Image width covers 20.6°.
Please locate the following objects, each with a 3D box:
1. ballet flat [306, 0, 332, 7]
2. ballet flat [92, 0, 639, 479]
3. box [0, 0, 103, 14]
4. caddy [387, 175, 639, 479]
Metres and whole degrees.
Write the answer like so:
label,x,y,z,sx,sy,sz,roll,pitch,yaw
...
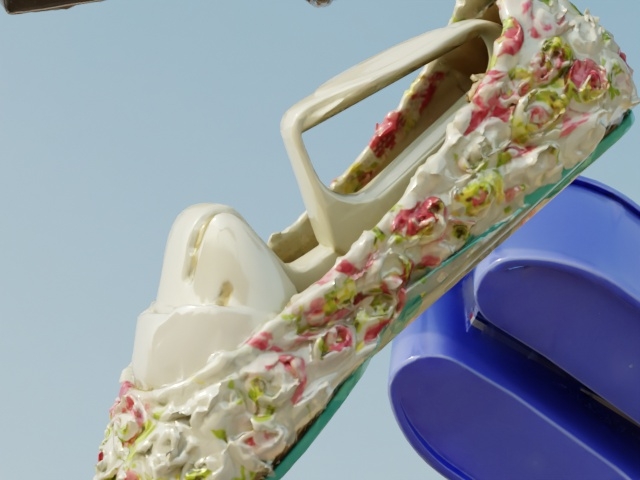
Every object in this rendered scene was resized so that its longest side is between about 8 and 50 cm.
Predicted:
label,x,y,z,sx,sy,sz,roll,pitch,yaw
ballet flat,-0.005,-0.272,1.418,0.084,0.058,0.250,-4,-31,-3
ballet flat,0.000,0.000,0.558,0.077,0.241,0.091,51,-17,-19
box,-0.216,-0.373,1.350,0.183,0.294,0.296,-13,-53,-24
caddy,0.211,0.098,1.391,0.341,0.179,0.241,36,-64,-8
